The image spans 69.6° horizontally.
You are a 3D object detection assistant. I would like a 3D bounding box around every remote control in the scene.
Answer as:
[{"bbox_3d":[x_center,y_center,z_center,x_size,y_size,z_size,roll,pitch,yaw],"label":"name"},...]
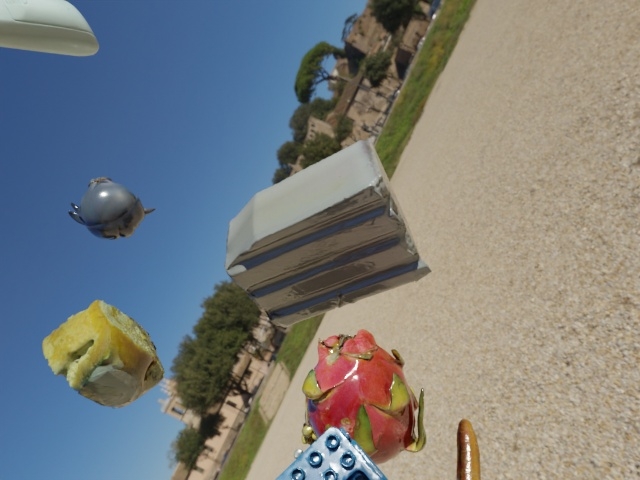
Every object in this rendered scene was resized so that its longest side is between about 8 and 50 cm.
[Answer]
[{"bbox_3d":[-0.444,-0.318,0.637,0.051,0.103,0.293,-37,1,28],"label":"remote control"}]

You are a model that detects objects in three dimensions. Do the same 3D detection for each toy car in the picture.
[{"bbox_3d":[0.034,0.246,0.380,0.097,0.191,0.100,-39,-34,-15],"label":"toy car"}]

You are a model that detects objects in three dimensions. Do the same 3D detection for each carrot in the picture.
[{"bbox_3d":[0.276,0.402,0.859,0.048,0.048,0.139,113,171,-51],"label":"carrot"}]

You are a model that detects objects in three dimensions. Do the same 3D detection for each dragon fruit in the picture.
[{"bbox_3d":[0.075,0.290,0.847,0.224,0.224,0.227,-58,-38,-71],"label":"dragon fruit"}]

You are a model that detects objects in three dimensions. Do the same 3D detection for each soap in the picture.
[{"bbox_3d":[0.000,0.000,1.130,0.435,0.350,0.213,-24,44,16],"label":"soap"}]

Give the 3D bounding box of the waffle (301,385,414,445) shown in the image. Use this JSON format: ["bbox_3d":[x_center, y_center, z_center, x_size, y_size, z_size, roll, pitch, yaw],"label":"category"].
[{"bbox_3d":[0.095,0.452,1.164,0.300,0.058,0.281,-37,-39,10],"label":"waffle"}]

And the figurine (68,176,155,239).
[{"bbox_3d":[-0.613,-0.086,1.345,0.265,0.197,0.175,11,62,47],"label":"figurine"}]

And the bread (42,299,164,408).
[{"bbox_3d":[-0.673,0.411,1.519,0.239,0.264,0.395,-39,-42,-9],"label":"bread"}]
